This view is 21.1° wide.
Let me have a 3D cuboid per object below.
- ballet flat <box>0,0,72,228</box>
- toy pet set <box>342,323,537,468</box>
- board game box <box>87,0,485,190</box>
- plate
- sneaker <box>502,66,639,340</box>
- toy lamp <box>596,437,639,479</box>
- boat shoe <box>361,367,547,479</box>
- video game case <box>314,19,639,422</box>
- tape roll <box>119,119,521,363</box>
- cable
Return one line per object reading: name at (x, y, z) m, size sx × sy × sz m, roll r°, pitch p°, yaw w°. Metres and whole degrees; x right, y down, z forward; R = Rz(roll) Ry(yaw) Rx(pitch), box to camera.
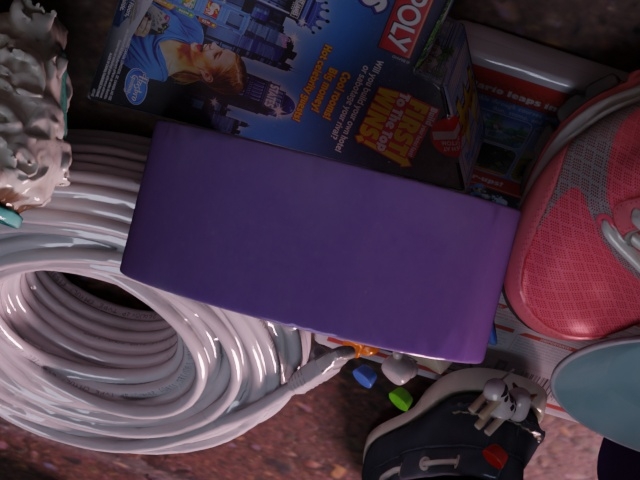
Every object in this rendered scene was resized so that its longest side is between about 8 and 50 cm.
ballet flat at (-0.321, -0.114, 0.896) m, size 0.409 × 0.147 × 0.147 m, roll 14°, pitch 142°, yaw -4°
toy pet set at (0.073, 0.055, 1.006) m, size 0.122 × 0.065 × 0.114 m, roll 30°, pitch 153°, yaw 36°
board game box at (0.007, -0.114, 0.828) m, size 0.194 × 0.060 × 0.194 m, roll 25°, pitch 131°, yaw -2°
plate at (0.220, 0.085, 0.939) m, size 0.188 × 0.024 × 0.188 m, roll 11°, pitch 156°, yaw 5°
sneaker at (0.198, -0.029, 0.802) m, size 0.116 × 0.136 × 0.314 m, roll 36°, pitch 126°, yaw -21°
toy lamp at (0.310, 0.190, 1.120) m, size 0.275 × 0.080 × 0.080 m, roll 27°, pitch 140°, yaw -18°
boat shoe at (0.081, 0.163, 1.132) m, size 0.095 × 0.079 × 0.254 m, roll 20°, pitch 152°, yaw -11°
video game case at (0.128, 0.005, 0.986) m, size 0.204 × 0.025 × 0.285 m, roll 17°, pitch 142°, yaw -5°
tape roll at (0.000, 0.000, 0.858) m, size 0.189 × 0.080 × 0.189 m, roll 15°, pitch -179°, yaw 0°
cable at (-0.131, 0.034, 1.048) m, size 0.257 × 0.089 × 0.257 m, roll 29°, pitch 140°, yaw -17°
